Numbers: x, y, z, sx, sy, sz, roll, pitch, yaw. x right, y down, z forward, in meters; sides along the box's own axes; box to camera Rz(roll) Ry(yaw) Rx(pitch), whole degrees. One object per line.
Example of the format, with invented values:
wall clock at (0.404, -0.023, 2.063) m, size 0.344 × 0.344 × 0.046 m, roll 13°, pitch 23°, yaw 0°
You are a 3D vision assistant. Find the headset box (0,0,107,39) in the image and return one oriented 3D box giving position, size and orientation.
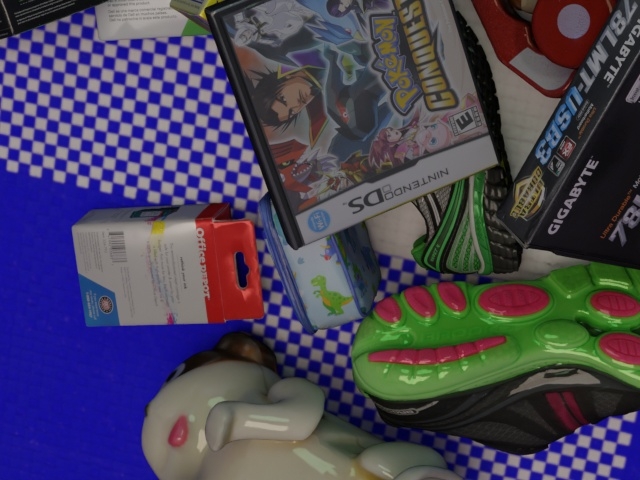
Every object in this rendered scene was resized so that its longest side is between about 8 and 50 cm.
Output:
headset box at (-0.385, -0.370, 1.856) m, size 0.246 × 0.131 × 0.283 m, roll -1°, pitch 112°, yaw 59°

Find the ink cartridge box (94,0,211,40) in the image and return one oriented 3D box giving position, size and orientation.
ink cartridge box at (-0.154, -0.382, 1.869) m, size 0.211 × 0.121 × 0.289 m, roll -1°, pitch 106°, yaw 12°

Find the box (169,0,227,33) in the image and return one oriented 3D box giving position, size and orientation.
box at (-0.002, -0.294, 1.774) m, size 0.213 × 0.117 × 0.243 m, roll 32°, pitch 91°, yaw -24°

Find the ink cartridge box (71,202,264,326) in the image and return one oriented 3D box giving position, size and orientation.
ink cartridge box at (-0.177, 0.029, 2.021) m, size 0.231 × 0.078 × 0.134 m, roll -2°, pitch 106°, yaw 13°

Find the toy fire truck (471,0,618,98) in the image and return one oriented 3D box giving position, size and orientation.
toy fire truck at (0.279, -0.322, 1.787) m, size 0.254 × 0.169 × 0.302 m, roll 42°, pitch 112°, yaw 24°

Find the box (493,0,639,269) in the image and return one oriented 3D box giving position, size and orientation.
box at (0.369, -0.109, 1.763) m, size 0.073 × 0.293 × 0.295 m, roll 47°, pitch 118°, yaw 42°

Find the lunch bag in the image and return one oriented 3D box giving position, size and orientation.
lunch bag at (0.000, 0.000, 1.898) m, size 0.090 × 0.219 × 0.176 m, roll -18°, pitch 101°, yaw 11°

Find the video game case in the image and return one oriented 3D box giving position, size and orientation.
video game case at (0.039, -0.159, 1.731) m, size 0.248 × 0.035 × 0.275 m, roll -23°, pitch 111°, yaw -9°

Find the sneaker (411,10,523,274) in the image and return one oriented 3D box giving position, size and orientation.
sneaker at (0.133, -0.115, 1.874) m, size 0.146 × 0.134 × 0.344 m, roll -9°, pitch 105°, yaw 12°

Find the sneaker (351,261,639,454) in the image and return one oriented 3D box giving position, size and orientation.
sneaker at (0.279, 0.143, 1.924) m, size 0.482 × 0.185 × 0.202 m, roll 1°, pitch 146°, yaw 3°

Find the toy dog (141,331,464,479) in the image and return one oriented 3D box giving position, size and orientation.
toy dog at (-0.031, 0.270, 1.946) m, size 0.408 × 0.395 × 0.285 m, roll 30°, pitch 111°, yaw 27°
